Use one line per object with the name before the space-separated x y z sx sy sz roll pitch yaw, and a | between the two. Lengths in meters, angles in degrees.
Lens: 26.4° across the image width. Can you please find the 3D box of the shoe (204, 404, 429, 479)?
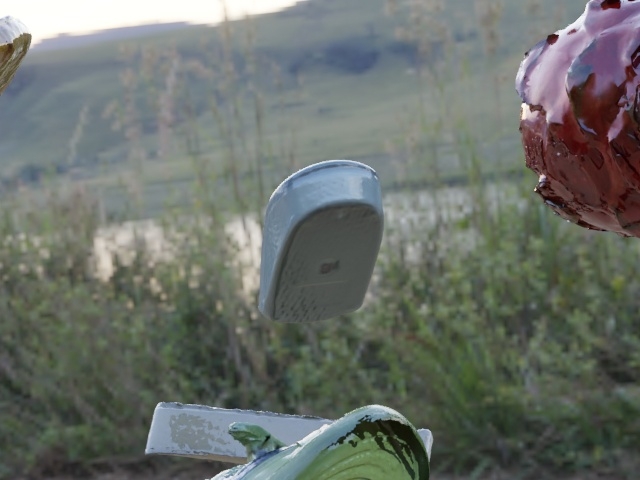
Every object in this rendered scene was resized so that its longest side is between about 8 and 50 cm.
shoe | -0.031 0.235 1.225 0.262 0.140 0.128 -41 44 -7

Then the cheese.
cheese | -0.046 0.281 1.898 0.400 0.085 0.034 5 -34 10

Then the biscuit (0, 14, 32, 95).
biscuit | -0.368 -0.175 1.467 0.154 0.045 0.299 -46 7 -1

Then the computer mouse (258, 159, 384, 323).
computer mouse | 0.000 0.000 1.483 0.128 0.231 0.079 -2 46 -18

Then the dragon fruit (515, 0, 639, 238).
dragon fruit | 0.380 -0.144 1.595 0.301 0.296 0.295 -5 5 43
